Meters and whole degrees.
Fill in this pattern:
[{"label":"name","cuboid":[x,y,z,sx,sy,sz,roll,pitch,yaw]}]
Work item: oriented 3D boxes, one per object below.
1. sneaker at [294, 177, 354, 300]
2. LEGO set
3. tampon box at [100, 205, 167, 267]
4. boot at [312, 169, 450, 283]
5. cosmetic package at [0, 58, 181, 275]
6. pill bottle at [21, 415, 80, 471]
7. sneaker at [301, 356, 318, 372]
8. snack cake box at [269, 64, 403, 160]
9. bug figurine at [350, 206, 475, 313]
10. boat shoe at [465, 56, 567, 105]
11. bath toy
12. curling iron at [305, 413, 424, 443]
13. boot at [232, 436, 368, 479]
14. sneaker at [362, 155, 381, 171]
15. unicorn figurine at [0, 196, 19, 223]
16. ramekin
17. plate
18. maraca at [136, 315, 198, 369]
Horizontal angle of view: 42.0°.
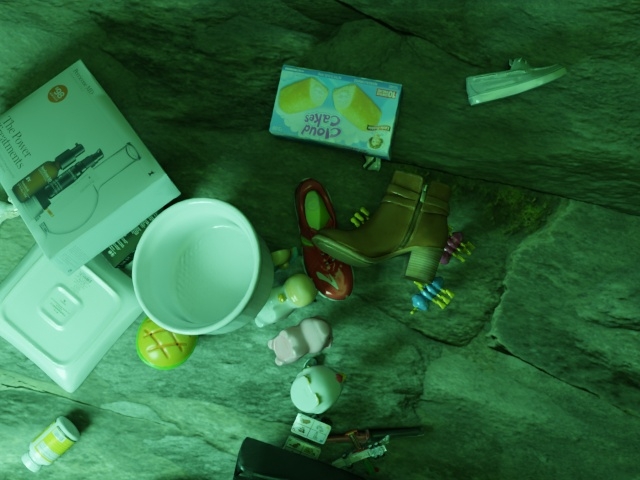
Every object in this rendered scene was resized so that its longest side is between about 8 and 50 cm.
[{"label":"sneaker","cuboid":[0.000,0.000,1.800,0.107,0.118,0.279,-18,88,-3]},{"label":"LEGO set","cuboid":[0.037,0.479,1.812,0.244,0.060,0.182,22,111,-1]},{"label":"tampon box","cuboid":[-0.403,-0.030,1.780,0.161,0.120,0.101,-42,90,-4]},{"label":"boot","cuboid":[0.137,-0.047,1.744,0.283,0.109,0.220,14,80,-5]},{"label":"cosmetic package","cuboid":[-0.507,-0.158,1.721,0.284,0.097,0.377,-37,65,-7]},{"label":"pill bottle","cuboid":[-0.577,0.436,1.779,0.116,0.065,0.065,-42,90,-4]},{"label":"sneaker","cuboid":[-0.029,0.295,1.827,0.031,0.035,0.083,30,86,-2]},{"label":"snack cake box","cuboid":[0.036,-0.276,1.807,0.264,0.089,0.152,11,86,9]},{"label":"bug figurine","cuboid":[0.203,0.015,1.834,0.216,0.072,0.279,-44,86,-10]},{"label":"boat shoe","cuboid":[0.433,-0.367,1.858,0.227,0.079,0.081,-16,93,0]},{"label":"bath toy","cuboid":[-0.038,0.191,1.780,0.129,0.151,0.348,-14,78,-48]},{"label":"curling iron","cuboid":[0.093,0.416,1.828,0.274,0.035,0.068,3,87,-3]},{"label":"boot","cuboid":[0.014,0.593,1.631,0.445,0.367,0.146,19,118,-1]},{"label":"sneaker","cuboid":[0.112,-0.208,1.855,0.043,0.040,0.109,0,87,-1]},{"label":"unicorn figurine","cuboid":[-0.707,-0.057,1.803,0.111,0.060,0.162,29,101,-11]},{"label":"ramekin","cuboid":[-0.229,0.063,1.702,0.277,0.135,0.277,-4,75,16]},{"label":"plate","cuboid":[-0.558,0.141,1.804,0.277,0.045,0.278,40,86,0]},{"label":"maraca","cuboid":[-0.321,0.190,1.791,0.127,0.099,0.186,21,61,-3]}]
